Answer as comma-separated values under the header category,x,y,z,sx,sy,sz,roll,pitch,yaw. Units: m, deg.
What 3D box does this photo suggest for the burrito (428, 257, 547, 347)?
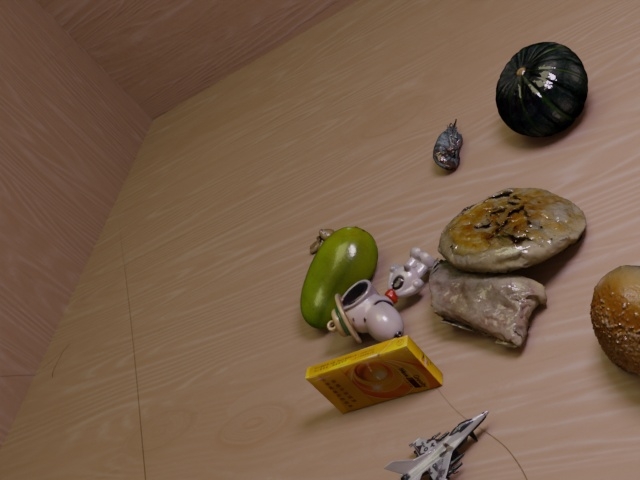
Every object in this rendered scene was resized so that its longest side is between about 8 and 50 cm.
category,x,y,z,sx,sy,sz,roll,pitch,yaw
burrito,0.344,0.128,1.838,0.175,0.107,0.347,-39,31,-20

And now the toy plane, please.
category,x,y,z,sx,sy,sz,roll,pitch,yaw
toy plane,0.242,0.419,1.631,0.234,0.082,0.160,-28,21,-3

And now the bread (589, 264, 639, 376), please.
category,x,y,z,sx,sy,sz,roll,pitch,yaw
bread,0.582,0.147,1.449,0.171,0.192,0.314,-42,31,-1

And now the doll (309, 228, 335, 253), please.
category,x,y,z,sx,sy,sz,roll,pitch,yaw
doll,0.007,0.004,2.436,0.061,0.051,0.093,-98,31,-53

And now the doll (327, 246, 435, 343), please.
category,x,y,z,sx,sy,sz,roll,pitch,yaw
doll,0.155,0.134,2.028,0.208,0.144,0.271,15,64,31

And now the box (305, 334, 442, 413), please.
category,x,y,z,sx,sy,sz,roll,pitch,yaw
box,0.117,0.299,1.831,0.269,0.152,0.043,-23,36,29

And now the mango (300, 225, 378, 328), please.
category,x,y,z,sx,sy,sz,roll,pitch,yaw
mango,0.043,0.097,2.181,0.175,0.143,0.293,19,76,49

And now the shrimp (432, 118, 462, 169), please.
category,x,y,z,sx,sy,sz,roll,pitch,yaw
shrimp,0.367,-0.282,2.333,0.090,0.079,0.233,113,179,-46

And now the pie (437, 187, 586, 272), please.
category,x,y,z,sx,sy,sz,roll,pitch,yaw
pie,0.426,-0.025,1.876,0.339,0.077,0.339,-15,26,8

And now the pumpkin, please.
category,x,y,z,sx,sy,sz,roll,pitch,yaw
pumpkin,0.568,-0.381,2.105,0.250,0.216,0.250,-10,77,51
